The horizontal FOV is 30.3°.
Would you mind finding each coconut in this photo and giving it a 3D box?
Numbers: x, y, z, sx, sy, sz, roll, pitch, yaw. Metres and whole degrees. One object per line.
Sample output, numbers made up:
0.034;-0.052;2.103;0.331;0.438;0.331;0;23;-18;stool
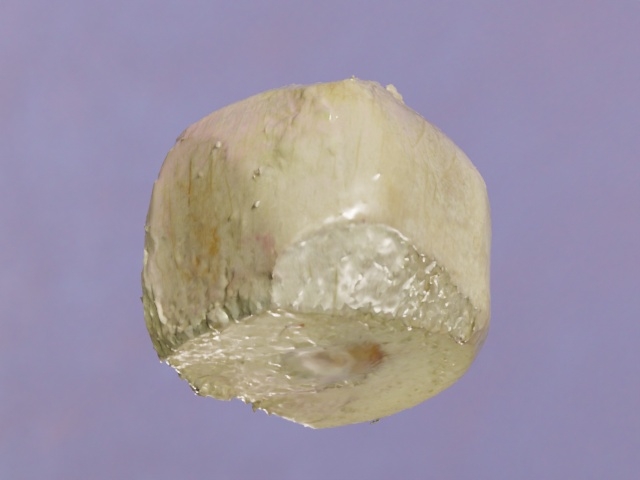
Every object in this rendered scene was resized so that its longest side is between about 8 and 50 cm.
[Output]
0.000;0.000;1.006;0.297;0.297;0.255;125;-35;-52;coconut
